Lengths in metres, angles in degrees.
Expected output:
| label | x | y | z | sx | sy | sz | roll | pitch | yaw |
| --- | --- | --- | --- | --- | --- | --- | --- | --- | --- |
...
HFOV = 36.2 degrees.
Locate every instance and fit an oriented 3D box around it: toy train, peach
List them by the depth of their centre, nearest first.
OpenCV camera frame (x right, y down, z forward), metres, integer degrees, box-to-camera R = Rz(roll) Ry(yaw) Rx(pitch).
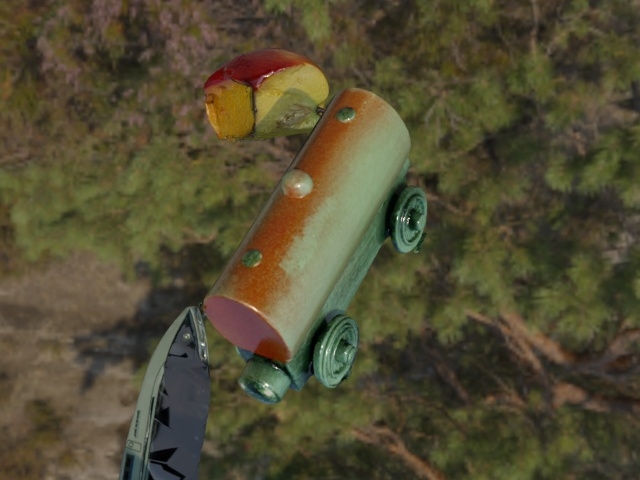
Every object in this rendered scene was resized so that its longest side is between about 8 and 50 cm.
| label | x | y | z | sx | sy | sz | roll | pitch | yaw |
| --- | --- | --- | --- | --- | --- | --- | --- | --- | --- |
| toy train | -0.128 | 0.175 | 0.766 | 0.055 | 0.252 | 0.048 | 13 | 174 | -43 |
| toy train | 0.000 | 0.000 | 0.865 | 0.116 | 0.285 | 0.177 | 16 | 149 | 28 |
| peach | -0.063 | -0.173 | 1.181 | 0.151 | 0.118 | 0.151 | -21 | 142 | -17 |
